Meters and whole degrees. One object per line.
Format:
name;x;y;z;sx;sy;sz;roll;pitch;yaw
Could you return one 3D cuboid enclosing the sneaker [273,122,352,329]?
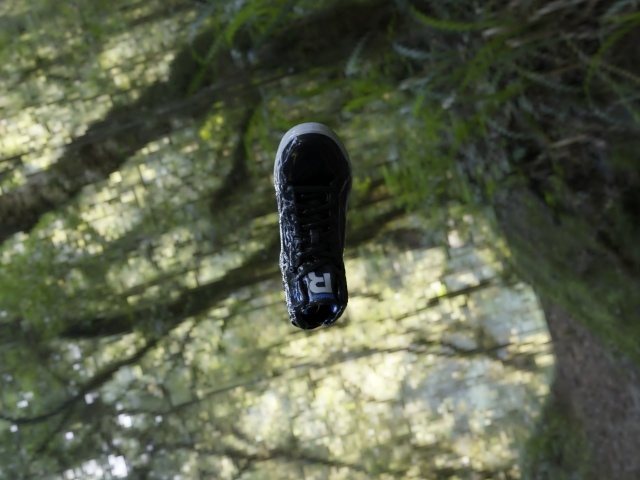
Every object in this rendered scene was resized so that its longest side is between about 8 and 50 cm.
sneaker;0.000;0.000;1.207;0.121;0.079;0.217;-102;8;-46
